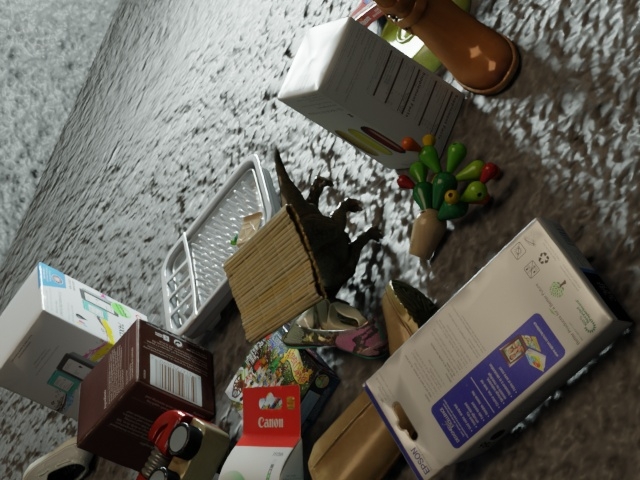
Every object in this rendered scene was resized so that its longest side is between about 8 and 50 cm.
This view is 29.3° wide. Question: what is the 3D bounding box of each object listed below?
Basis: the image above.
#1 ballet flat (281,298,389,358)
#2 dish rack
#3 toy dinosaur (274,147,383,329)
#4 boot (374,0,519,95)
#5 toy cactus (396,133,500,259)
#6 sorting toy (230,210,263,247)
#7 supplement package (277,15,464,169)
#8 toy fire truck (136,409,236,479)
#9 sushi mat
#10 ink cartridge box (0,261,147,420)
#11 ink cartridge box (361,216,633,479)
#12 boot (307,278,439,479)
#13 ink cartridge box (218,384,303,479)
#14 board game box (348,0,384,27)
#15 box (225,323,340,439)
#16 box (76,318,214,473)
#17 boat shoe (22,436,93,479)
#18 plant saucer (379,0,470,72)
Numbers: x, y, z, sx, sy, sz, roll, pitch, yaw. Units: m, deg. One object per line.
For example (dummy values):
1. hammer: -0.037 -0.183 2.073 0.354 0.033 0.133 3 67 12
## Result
1. ballet flat: 0.020 0.130 1.864 0.221 0.077 0.079 2 108 49
2. dish rack: -0.181 0.021 2.354 0.333 0.072 0.285 -50 28 21
3. toy dinosaur: 0.000 0.000 1.922 0.121 0.313 0.160 8 45 34
4. boot: 0.174 -0.349 1.911 0.109 0.220 0.283 -47 42 18
5. toy cactus: 0.171 -0.062 1.814 0.219 0.112 0.180 24 96 54
6. sorting toy: -0.134 -0.016 2.224 0.083 0.012 0.062 -17 55 48
7. supplement package: 0.082 -0.228 1.946 0.139 0.244 0.134 0 63 61
8. toy fire truck: -0.261 0.393 2.087 0.246 0.158 0.217 20 82 52
9. sushi mat: -0.079 0.060 1.930 0.316 0.019 0.151 -38 69 62
10. ink cartridge box: -0.507 0.220 2.507 0.197 0.270 0.198 -51 29 15
11. ink cartridge box: 0.209 0.141 1.508 0.333 0.065 0.165 -45 59 25
12. boot: 0.073 0.214 1.714 0.269 0.089 0.236 -52 30 19
13. ink cartridge box: -0.092 0.332 1.841 0.181 0.056 0.225 -13 78 56
14. board game box: 0.142 -0.463 2.253 0.281 0.027 0.145 -30 20 45
15. box: -0.066 0.236 1.980 0.159 0.044 0.233 -59 27 5
16. box: -0.319 0.287 2.230 0.203 0.168 0.167 -46 31 26
17. boat shoe: -0.551 0.490 2.535 0.227 0.079 0.081 -40 29 30
18. plant saucer: 0.169 -0.370 2.161 0.241 0.037 0.241 -40 34 34
